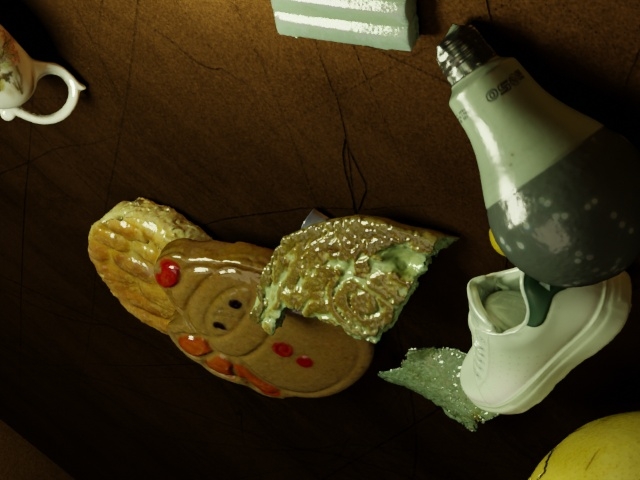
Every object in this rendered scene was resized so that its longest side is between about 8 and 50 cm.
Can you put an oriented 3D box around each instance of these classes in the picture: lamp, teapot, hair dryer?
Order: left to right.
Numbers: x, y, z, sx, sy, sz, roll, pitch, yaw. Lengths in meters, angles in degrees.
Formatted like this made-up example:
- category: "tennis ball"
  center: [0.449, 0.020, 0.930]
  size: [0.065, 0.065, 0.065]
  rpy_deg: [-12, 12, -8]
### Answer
- category: "teapot"
  center: [-0.495, -0.288, 1.727]
  size: [0.298, 0.139, 0.204]
  rpy_deg: [51, 172, -26]
- category: "hair dryer"
  center: [0.000, 0.000, 1.711]
  size: [0.063, 0.037, 0.114]
  rpy_deg: [33, 155, 4]
- category: "lamp"
  center: [0.223, -0.083, 1.245]
  size: [0.314, 0.182, 0.182]
  rpy_deg: [41, 148, -6]

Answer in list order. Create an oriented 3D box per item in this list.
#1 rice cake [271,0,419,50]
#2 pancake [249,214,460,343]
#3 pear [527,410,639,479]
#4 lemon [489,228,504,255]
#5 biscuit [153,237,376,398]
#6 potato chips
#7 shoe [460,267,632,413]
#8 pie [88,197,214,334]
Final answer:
- category: "rice cake"
  center: [0.017, -0.297, 1.308]
  size: [0.198, 0.037, 0.189]
  rpy_deg: [20, 144, 26]
- category: "pancake"
  center: [0.041, 0.057, 1.646]
  size: [0.376, 0.054, 0.197]
  rpy_deg: [-16, 105, 37]
- category: "pear"
  center: [0.427, 0.388, 1.511]
  size: [0.348, 0.348, 0.348]
  rpy_deg: [25, 146, 18]
- category: "lemon"
  center: [0.241, -0.012, 1.428]
  size: [0.065, 0.065, 0.092]
  rpy_deg: [19, 153, 27]
- category: "biscuit"
  center: [-0.101, 0.128, 1.861]
  size: [0.381, 0.074, 0.359]
  rpy_deg: [29, 137, -12]
- category: "potato chips"
  center: [0.197, 0.224, 1.782]
  size: [0.167, 0.059, 0.228]
  rpy_deg: [48, 147, 1]
- category: "shoe"
  center: [0.241, 0.121, 1.506]
  size: [0.160, 0.132, 0.363]
  rpy_deg: [19, 147, -14]
- category: "pie"
  center: [-0.264, 0.061, 1.998]
  size: [0.339, 0.083, 0.339]
  rpy_deg: [23, 146, 17]
